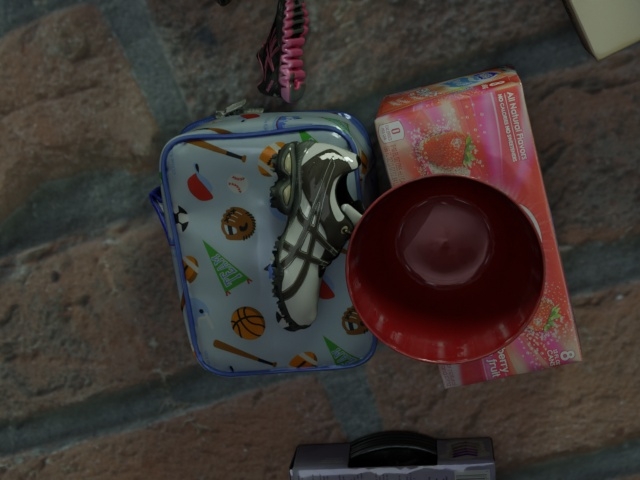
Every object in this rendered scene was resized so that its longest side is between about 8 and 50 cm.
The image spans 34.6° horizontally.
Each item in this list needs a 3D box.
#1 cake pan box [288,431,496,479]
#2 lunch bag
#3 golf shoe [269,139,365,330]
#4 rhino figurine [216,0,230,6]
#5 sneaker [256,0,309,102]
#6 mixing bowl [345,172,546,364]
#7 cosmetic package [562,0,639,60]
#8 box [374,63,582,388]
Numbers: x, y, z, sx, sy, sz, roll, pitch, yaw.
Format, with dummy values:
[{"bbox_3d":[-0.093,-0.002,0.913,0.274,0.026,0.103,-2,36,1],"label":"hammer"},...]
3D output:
[{"bbox_3d":[0.096,0.366,1.249,0.245,0.070,0.267,-6,107,6],"label":"cake pan box"},{"bbox_3d":[-0.055,-0.002,1.130,0.243,0.115,0.304,-4,108,10],"label":"lunch bag"},{"bbox_3d":[0.000,0.000,1.020,0.093,0.077,0.198,3,111,10],"label":"golf shoe"},{"bbox_3d":[-0.163,-0.323,1.063,0.243,0.073,0.106,30,111,-5],"label":"rhino figurine"},{"bbox_3d":[-0.046,-0.209,1.102,0.057,0.047,0.119,10,101,32],"label":"sneaker"},{"bbox_3d":[0.116,0.015,0.969,0.181,0.098,0.182,2,107,6],"label":"mixing bowl"},{"bbox_3d":[0.370,-0.315,0.982,0.309,0.113,0.160,-26,102,15],"label":"cosmetic package"},{"bbox_3d":[0.168,-0.016,1.081,0.154,0.142,0.300,-12,105,10],"label":"box"}]
